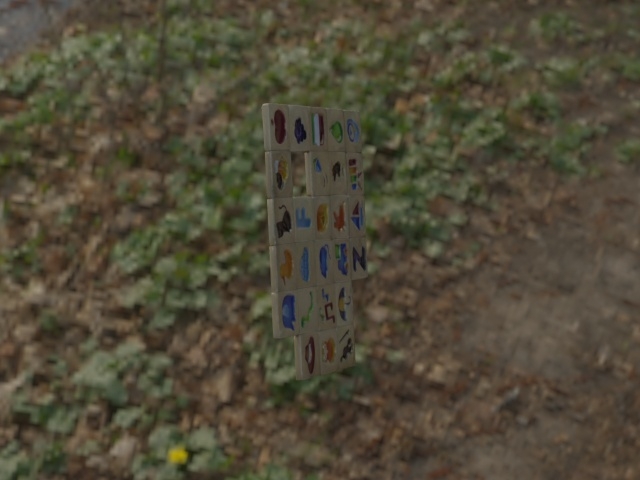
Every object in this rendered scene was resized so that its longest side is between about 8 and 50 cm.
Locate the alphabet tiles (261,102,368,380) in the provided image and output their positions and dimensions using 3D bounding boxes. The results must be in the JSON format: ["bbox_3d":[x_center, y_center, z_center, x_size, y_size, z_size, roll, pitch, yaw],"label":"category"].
[{"bbox_3d":[0.000,0.000,1.404,0.009,0.237,0.198,-2,1,24],"label":"alphabet tiles"}]
